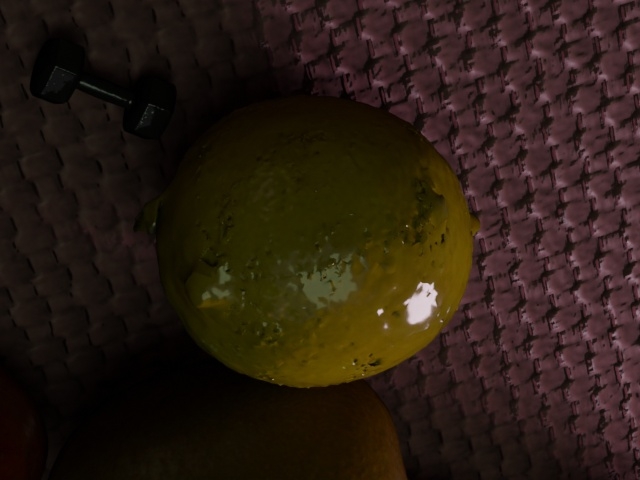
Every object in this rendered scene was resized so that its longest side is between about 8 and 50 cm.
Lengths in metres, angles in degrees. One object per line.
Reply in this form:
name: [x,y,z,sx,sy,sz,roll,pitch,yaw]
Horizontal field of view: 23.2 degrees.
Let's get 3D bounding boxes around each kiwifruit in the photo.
kiwifruit: [-0.060,0.167,0.977,0.234,0.196,0.196,-15,122,-3]

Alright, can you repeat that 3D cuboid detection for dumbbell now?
dumbbell: [-0.124,-0.087,0.901,0.083,0.040,0.036,21,145,-25]

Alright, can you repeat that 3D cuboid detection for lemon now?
lemon: [0.000,0.000,0.907,0.206,0.173,0.174,-12,123,-24]

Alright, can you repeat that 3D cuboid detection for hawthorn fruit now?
hawthorn fruit: [-0.223,0.132,0.960,0.125,0.140,0.125,-5,99,-38]
